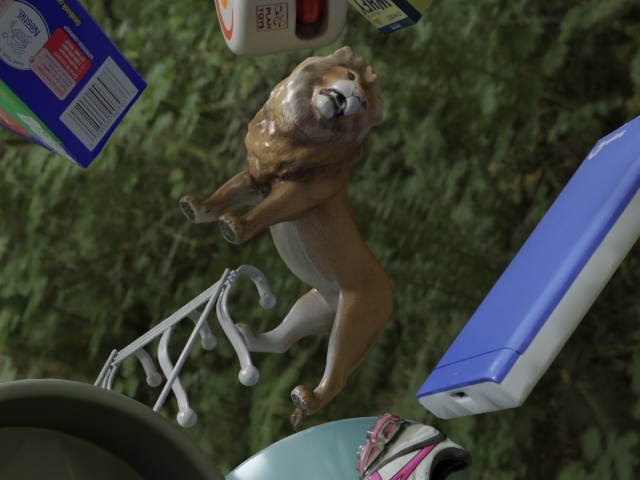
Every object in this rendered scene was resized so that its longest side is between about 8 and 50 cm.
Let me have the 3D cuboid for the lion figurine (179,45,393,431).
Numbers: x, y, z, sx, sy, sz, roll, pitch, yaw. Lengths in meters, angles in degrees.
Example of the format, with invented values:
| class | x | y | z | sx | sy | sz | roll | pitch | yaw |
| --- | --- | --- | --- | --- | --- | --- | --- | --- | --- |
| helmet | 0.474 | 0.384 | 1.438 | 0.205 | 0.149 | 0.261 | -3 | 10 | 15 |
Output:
| class | x | y | z | sx | sy | sz | roll | pitch | yaw |
| --- | --- | --- | --- | --- | --- | --- | --- | --- | --- |
| lion figurine | 0.000 | 0.000 | 1.479 | 0.240 | 0.392 | 0.142 | -32 | 31 | -28 |

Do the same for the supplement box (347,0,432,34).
| class | x | y | z | sx | sy | sz | roll | pitch | yaw |
| --- | --- | --- | --- | --- | --- | --- | --- | --- | --- |
| supplement box | 0.054 | -0.217 | 1.010 | 0.083 | 0.083 | 0.056 | -55 | 17 | -14 |

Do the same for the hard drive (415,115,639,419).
| class | x | y | z | sx | sy | sz | roll | pitch | yaw |
| --- | --- | --- | --- | --- | --- | --- | --- | --- | --- |
| hard drive | 0.216 | 0.016 | 1.179 | 0.319 | 0.040 | 0.210 | -52 | 4 | -17 |

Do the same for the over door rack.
| class | x | y | z | sx | sy | sz | roll | pitch | yaw |
| --- | --- | --- | --- | --- | --- | --- | --- | --- | --- |
| over door rack | -0.189 | 0.178 | 1.394 | 0.239 | 0.108 | 0.324 | -36 | 8 | 36 |

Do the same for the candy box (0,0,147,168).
| class | x | y | z | sx | sy | sz | roll | pitch | yaw |
| --- | --- | --- | --- | --- | --- | --- | --- | --- | --- |
| candy box | -0.366 | -0.232 | 1.319 | 0.317 | 0.268 | 0.122 | 27 | 74 | 37 |

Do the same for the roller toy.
| class | x | y | z | sx | sy | sz | roll | pitch | yaw |
| --- | --- | --- | --- | --- | --- | --- | --- | --- | --- |
| roller toy | -0.058 | -0.313 | 1.543 | 0.209 | 0.146 | 0.191 | 170 | 90 | -79 |

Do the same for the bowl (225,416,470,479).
| class | x | y | z | sx | sy | sz | roll | pitch | yaw |
| --- | --- | --- | --- | --- | --- | --- | --- | --- | --- |
| bowl | 0.031 | 0.338 | 1.288 | 0.312 | 0.311 | 0.163 | -60 | 35 | 27 |

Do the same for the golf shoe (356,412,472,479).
| class | x | y | z | sx | sy | sz | roll | pitch | yaw |
| --- | --- | --- | --- | --- | --- | --- | --- | --- | --- |
| golf shoe | 0.051 | 0.215 | 1.014 | 0.186 | 0.086 | 0.067 | -59 | -27 | -33 |

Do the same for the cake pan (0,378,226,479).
| class | x | y | z | sx | sy | sz | roll | pitch | yaw |
| --- | --- | --- | --- | --- | --- | --- | --- | --- | --- |
| cake pan | -0.165 | 0.231 | 0.788 | 0.054 | 0.293 | 0.293 | -25 | 44 | 51 |
